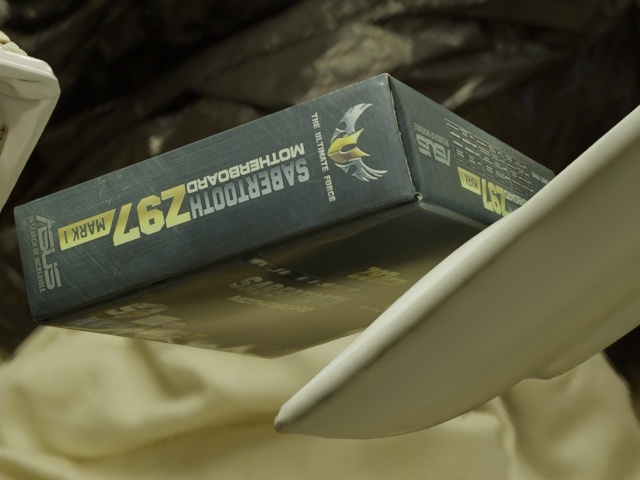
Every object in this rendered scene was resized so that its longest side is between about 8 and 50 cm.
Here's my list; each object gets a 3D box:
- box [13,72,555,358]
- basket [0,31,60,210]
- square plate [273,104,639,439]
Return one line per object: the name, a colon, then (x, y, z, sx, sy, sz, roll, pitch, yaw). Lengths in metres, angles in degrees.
box: (0.000, 0.000, 0.736, 0.183, 0.233, 0.059, -19, 76, 21)
basket: (-0.239, -0.074, 0.805, 0.103, 0.167, 0.113, 42, 110, 34)
square plate: (0.177, -0.074, 0.497, 0.347, 0.049, 0.344, -40, -4, 25)
